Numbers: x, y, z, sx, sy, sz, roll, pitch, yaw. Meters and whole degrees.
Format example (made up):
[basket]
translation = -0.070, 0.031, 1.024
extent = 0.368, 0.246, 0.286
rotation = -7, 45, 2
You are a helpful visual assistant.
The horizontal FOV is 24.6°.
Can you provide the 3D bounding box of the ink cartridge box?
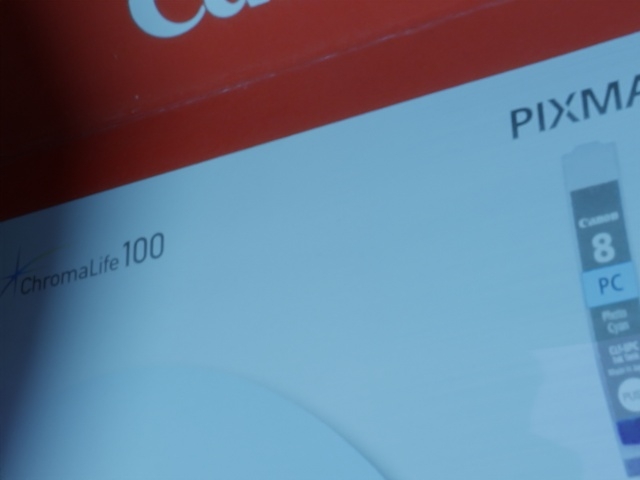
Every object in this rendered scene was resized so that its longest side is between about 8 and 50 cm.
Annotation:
[ink cartridge box]
translation = 0.000, 0.000, 0.505
extent = 0.308, 0.091, 0.385
rotation = -15, 98, 25
